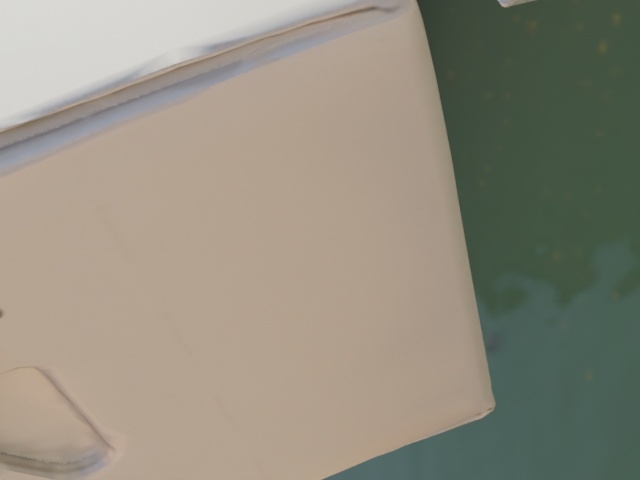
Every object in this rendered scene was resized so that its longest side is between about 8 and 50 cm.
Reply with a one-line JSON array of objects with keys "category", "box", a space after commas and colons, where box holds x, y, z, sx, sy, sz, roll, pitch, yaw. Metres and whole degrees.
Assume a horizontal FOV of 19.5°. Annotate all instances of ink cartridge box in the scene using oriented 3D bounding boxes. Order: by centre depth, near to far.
[{"category": "ink cartridge box", "box": [-0.096, -0.131, 0.555, 0.285, 0.166, 0.395, 68, -178, -66]}]

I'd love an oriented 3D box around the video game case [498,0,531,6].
[{"category": "video game case", "box": [0.110, -0.253, 1.353, 0.022, 0.173, 0.190, -41, 82, 26]}]
